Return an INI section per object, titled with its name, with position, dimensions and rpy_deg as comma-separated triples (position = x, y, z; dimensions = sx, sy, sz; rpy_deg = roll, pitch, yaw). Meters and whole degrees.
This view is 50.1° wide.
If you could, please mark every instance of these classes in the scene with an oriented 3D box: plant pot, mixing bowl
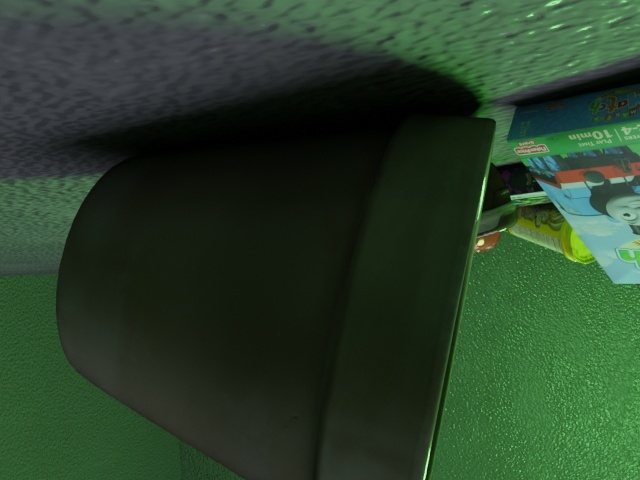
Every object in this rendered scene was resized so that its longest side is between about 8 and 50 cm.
[plant pot]
position = -0.031, 0.050, 0.537
dimensions = 0.280, 0.323, 0.323
rpy_deg = 10, -179, 13
[mixing bowl]
position = 0.340, -0.020, 1.571
dimensions = 0.181, 0.098, 0.181
rpy_deg = -5, 176, 0

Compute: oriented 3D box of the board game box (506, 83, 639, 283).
[board game box]
position = 0.262, -0.034, 0.513
dimensions = 0.160, 0.039, 0.211
rpy_deg = -4, 146, 46

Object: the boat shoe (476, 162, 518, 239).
[boat shoe]
position = 0.103, -0.030, 0.838
dimensions = 0.257, 0.095, 0.095
rpy_deg = -17, -176, 17

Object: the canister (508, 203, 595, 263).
[canister]
position = 0.382, -0.032, 1.057
dimensions = 0.126, 0.073, 0.170
rpy_deg = -23, -160, -13

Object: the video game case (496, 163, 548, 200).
[video game case]
position = 0.313, -0.076, 0.929
dimensions = 0.210, 0.042, 0.232
rpy_deg = -6, 178, 34

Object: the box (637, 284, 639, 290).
[box]
position = 0.587, -0.007, 1.133
dimensions = 0.087, 0.232, 0.058
rpy_deg = -7, -143, 4
